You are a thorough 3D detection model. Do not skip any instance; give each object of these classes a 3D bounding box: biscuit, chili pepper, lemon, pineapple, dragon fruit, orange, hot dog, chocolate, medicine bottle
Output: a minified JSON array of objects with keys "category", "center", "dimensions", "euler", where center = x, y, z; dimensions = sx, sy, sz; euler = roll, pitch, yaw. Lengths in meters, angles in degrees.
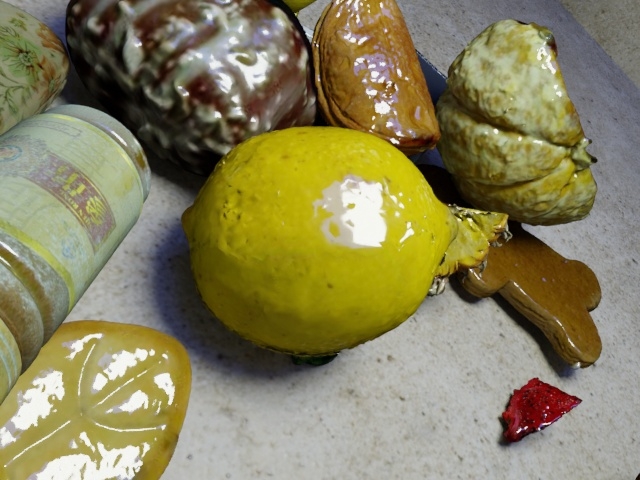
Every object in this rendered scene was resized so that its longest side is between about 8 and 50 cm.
[{"category":"biscuit","center":[0.315,0.022,1.024],"dimensions":[0.432,0.064,0.283],"euler":[37,43,-2]},{"category":"chili pepper","center":[0.009,0.123,0.734],"dimensions":[0.055,0.035,0.118],"euler":[53,45,-12]},{"category":"lemon","center":[0.000,0.000,0.650],"dimensions":[0.310,0.258,0.257],"euler":[-2,53,-3]},{"category":"pineapple","center":[0.168,0.021,0.871],"dimensions":[0.140,0.250,0.164],"euler":[-13,96,-63]},{"category":"biscuit","center":[-0.224,0.163,0.522],"dimensions":[0.203,0.041,0.260],"euler":[50,45,8]},{"category":"dragon fruit","center":[0.301,0.244,0.837],"dimensions":[0.131,0.097,0.063],"euler":[-21,67,-24]},{"category":"orange","center":[0.301,-0.168,0.947],"dimensions":[0.368,0.210,0.270],"euler":[50,19,-39]},{"category":"hot dog","center":[0.082,-0.248,0.875],"dimensions":[0.196,0.122,0.272],"euler":[-12,78,-33]},{"category":"chocolate","center":[-0.177,-0.220,0.741],"dimensions":[0.340,0.225,0.210],"euler":[39,51,-5]},{"category":"medicine bottle","center":[-0.273,0.006,0.502],"dimensions":[0.151,0.151,0.322],"euler":[32,34,-13]}]

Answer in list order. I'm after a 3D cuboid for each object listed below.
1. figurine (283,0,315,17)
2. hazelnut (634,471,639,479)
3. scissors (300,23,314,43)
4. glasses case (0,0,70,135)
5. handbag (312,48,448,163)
[{"category":"figurine","center":[-0.086,-0.370,0.861],"dimensions":[0.218,0.327,0.169],"euler":[43,77,-16]},{"category":"hazelnut","center":[0.555,0.438,0.682],"dimensions":[0.421,0.352,0.421],"euler":[42,7,-6]},{"category":"scissors","center":[-0.082,-0.416,1.099],"dimensions":[0.242,0.030,0.118],"euler":[24,47,-16]},{"category":"glasses case","center":[-0.403,-0.116,0.568],"dimensions":[0.157,0.098,0.425],"euler":[29,44,-15]},{"category":"handbag","center":[0.096,-0.256,1.043],"dimensions":[0.269,0.118,0.325],"euler":[46,46,-1]}]
